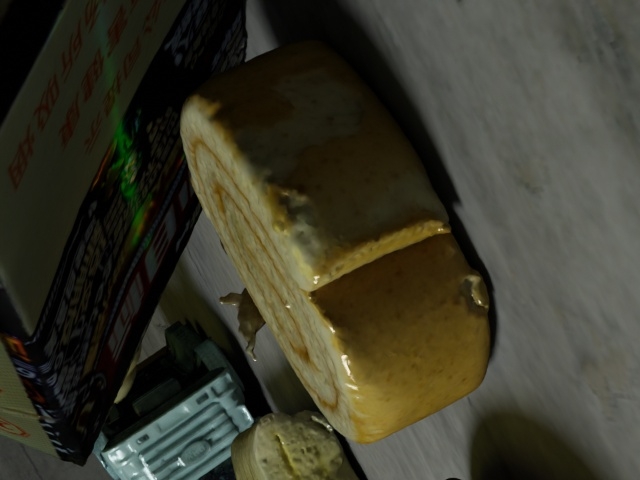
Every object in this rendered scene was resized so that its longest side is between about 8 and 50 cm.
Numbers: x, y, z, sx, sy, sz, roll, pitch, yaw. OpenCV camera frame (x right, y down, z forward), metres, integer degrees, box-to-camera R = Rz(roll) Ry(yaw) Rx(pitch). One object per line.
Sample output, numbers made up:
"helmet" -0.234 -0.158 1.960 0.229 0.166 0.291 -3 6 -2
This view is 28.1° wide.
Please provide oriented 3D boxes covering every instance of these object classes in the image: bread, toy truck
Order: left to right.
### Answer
"toy truck" -0.121 0.178 1.125 0.162 0.136 0.305 57 169 -8
"bread" -0.009 0.182 0.875 0.139 0.060 0.178 62 166 4
"bread" 0.000 0.000 0.482 0.149 0.073 0.122 57 164 21

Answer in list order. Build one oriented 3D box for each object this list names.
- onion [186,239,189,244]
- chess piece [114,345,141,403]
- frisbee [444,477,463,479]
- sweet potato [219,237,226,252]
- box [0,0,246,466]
"onion" -0.138 -0.028 0.821 0.131 0.131 0.131 56 164 24
"chess piece" -0.154 0.024 0.958 0.090 0.090 0.200 50 127 40
"frisbee" 0.079 0.220 0.515 0.251 0.021 0.250 -11 -90 -81
"sweet potato" -0.026 -0.010 0.627 0.049 0.049 0.117 67 172 -18
"box" -0.101 -0.049 0.485 0.084 0.198 0.310 20 158 4
